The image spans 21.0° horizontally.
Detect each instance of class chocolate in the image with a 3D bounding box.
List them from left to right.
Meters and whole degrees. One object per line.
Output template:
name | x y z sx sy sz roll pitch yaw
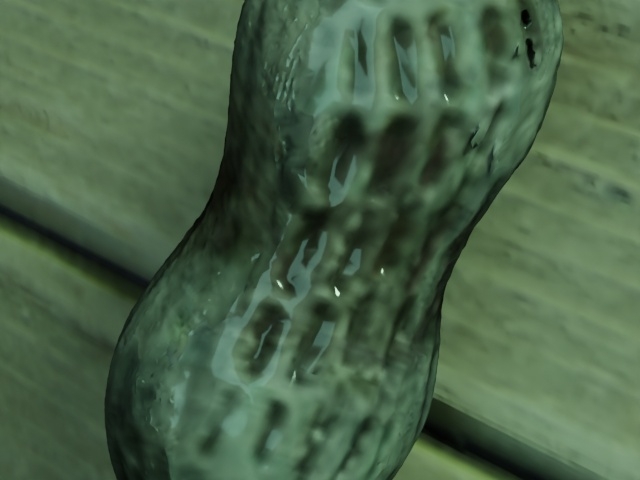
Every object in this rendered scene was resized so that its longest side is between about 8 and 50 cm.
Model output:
chocolate | 0.000 0.000 0.551 0.110 0.110 0.248 30 108 36
